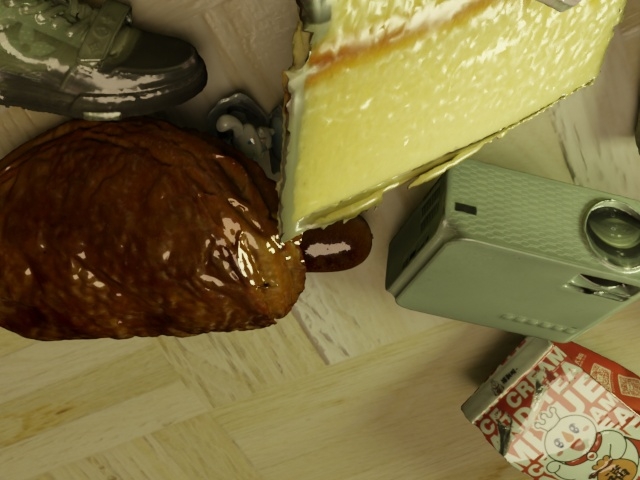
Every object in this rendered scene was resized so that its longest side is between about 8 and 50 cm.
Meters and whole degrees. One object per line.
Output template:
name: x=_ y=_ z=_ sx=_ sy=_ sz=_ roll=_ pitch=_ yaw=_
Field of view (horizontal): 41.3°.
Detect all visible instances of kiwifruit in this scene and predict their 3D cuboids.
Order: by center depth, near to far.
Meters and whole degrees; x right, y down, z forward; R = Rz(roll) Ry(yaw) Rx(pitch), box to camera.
kiwifruit: x=0.000 y=0.000 z=0.991 sx=0.124 sy=0.075 sz=0.075 roll=-4 pitch=125 yaw=5

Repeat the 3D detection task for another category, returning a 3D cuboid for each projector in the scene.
projector: x=0.220 y=0.015 z=0.941 sx=0.250 sy=0.108 sz=0.198 roll=13 pitch=153 yaw=-8

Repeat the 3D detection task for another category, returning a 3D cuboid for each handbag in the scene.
handbag: x=0.343 y=0.234 z=1.121 sx=0.298 sy=0.151 sz=0.171 roll=36 pitch=113 yaw=-15

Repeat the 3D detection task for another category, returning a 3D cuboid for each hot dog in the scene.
hot dog: x=-0.197 y=0.002 z=0.921 sx=0.387 sy=0.174 sz=0.267 roll=-5 pitch=130 yaw=21

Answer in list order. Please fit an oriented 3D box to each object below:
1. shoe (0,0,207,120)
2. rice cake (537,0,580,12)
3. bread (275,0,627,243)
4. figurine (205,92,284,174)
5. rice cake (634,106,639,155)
shoe: x=-0.259 y=-0.209 z=0.817 sx=0.292 sy=0.109 sz=0.149 roll=3 pitch=130 yaw=3
rice cake: x=0.232 y=-0.338 z=0.678 sx=0.106 sy=0.050 sz=0.298 roll=8 pitch=116 yaw=-40
bread: x=0.152 y=-0.210 z=0.765 sx=0.404 sy=0.242 sz=0.346 roll=-3 pitch=125 yaw=6
figurine: x=-0.077 y=-0.107 z=0.908 sx=0.086 sy=0.082 sz=0.094 roll=-6 pitch=127 yaw=-23
rice cake: x=0.367 y=-0.204 z=0.868 sx=0.057 sy=0.052 sz=0.256 roll=-5 pitch=125 yaw=-1
